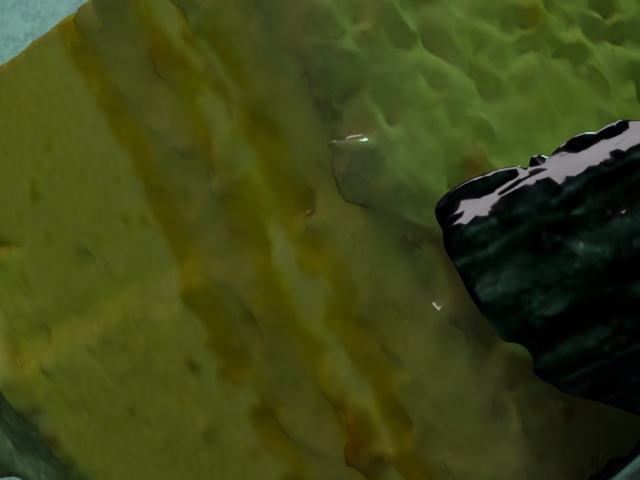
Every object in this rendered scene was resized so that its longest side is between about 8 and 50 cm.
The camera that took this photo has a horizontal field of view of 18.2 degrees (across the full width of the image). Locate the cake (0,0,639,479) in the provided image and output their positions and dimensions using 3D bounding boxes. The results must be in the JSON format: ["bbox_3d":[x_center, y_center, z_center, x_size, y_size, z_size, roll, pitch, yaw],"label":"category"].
[{"bbox_3d":[0.000,0.000,0.769,0.227,0.222,0.286,-25,-2,-46],"label":"cake"}]

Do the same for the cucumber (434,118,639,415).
[{"bbox_3d":[0.147,-0.001,0.594,0.193,0.086,0.115,-25,-31,15],"label":"cucumber"}]
